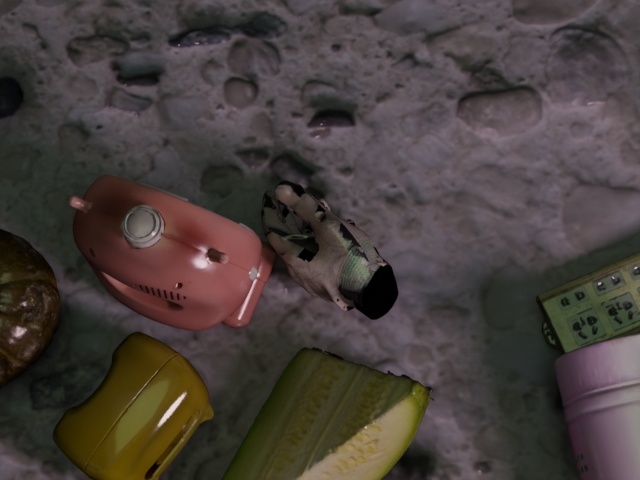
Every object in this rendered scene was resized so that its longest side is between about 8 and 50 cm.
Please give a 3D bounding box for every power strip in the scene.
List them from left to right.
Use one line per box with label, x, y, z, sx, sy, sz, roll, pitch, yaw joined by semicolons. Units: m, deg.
power strip;0.389;0.059;1.803;0.268;0.034;0.092;-23;74;0

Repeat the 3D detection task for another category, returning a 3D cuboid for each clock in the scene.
clock;-0.185;0.016;1.774;0.227;0.241;0.142;21;81;10

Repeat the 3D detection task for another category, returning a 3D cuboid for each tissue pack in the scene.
tissue pack;-0.214;0.208;1.784;0.127;0.123;0.178;35;81;18

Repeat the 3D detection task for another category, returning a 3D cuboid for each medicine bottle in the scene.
medicine bottle;0.360;0.240;1.697;0.152;0.152;0.254;-12;75;3

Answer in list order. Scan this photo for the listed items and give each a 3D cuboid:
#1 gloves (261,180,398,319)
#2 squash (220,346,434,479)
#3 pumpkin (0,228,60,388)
gloves;-0.003;0.008;1.815;0.212;0.127;0.111;29;93;34
squash;0.002;0.280;1.743;0.203;0.111;0.288;14;71;42
pumpkin;-0.421;0.081;1.824;0.219;0.162;0.219;-2;71;5
